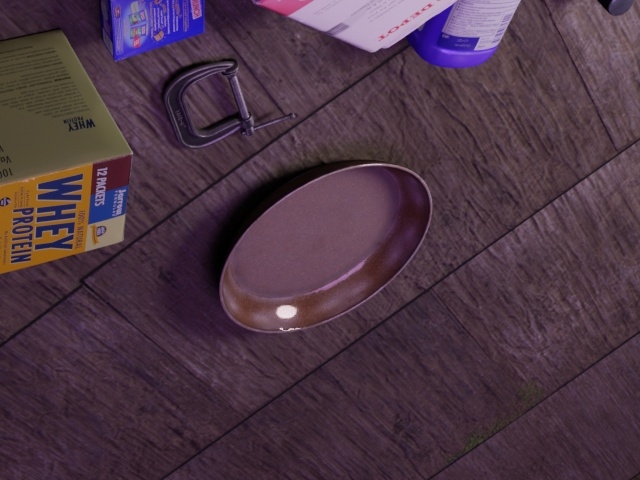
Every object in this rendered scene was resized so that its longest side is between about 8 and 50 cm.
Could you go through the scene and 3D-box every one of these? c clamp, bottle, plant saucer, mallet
[{"bbox_3d":[-0.114,-0.163,2.180,0.137,0.022,0.161,-27,147,0],"label":"c clamp"},{"bbox_3d":[0.195,-0.330,2.150,0.118,0.092,0.283,-7,138,-33],"label":"bottle"},{"bbox_3d":[0.000,0.000,2.444,0.310,0.050,0.310,-21,143,-17],"label":"plant saucer"},{"bbox_3d":[0.306,-0.312,2.288,0.189,0.062,0.039,1,133,-39],"label":"mallet"}]

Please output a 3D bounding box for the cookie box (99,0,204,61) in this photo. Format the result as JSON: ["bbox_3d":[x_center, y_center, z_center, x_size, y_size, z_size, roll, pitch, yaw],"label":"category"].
[{"bbox_3d":[-0.180,-0.250,1.996,0.107,0.040,0.092,-19,143,-18],"label":"cookie box"}]

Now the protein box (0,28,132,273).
[{"bbox_3d":[-0.327,-0.088,1.936,0.200,0.201,0.136,-15,142,-24],"label":"protein box"}]

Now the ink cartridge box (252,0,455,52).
[{"bbox_3d":[0.053,-0.317,1.952,0.207,0.117,0.283,-33,162,20],"label":"ink cartridge box"}]
